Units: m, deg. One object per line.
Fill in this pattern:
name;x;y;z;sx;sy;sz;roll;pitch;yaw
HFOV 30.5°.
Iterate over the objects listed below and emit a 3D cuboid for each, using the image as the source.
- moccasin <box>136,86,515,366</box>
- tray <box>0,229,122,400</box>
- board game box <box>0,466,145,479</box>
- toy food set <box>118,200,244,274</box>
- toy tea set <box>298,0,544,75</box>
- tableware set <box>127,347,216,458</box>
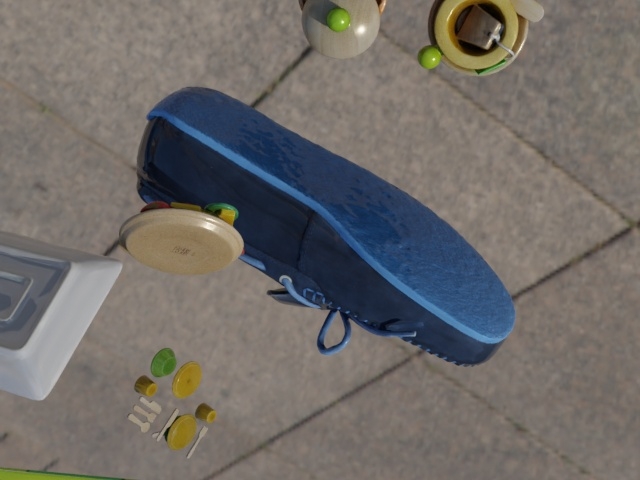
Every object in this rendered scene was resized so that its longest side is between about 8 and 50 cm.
moccasin;0.000;0.000;0.974;0.342;0.138;0.117;36;123;12
tray;-0.320;0.042;1.029;0.270;0.145;0.030;12;149;23
board game box;-0.040;0.124;0.485;0.181;0.043;0.092;4;166;6
toy food set;-0.089;-0.001;0.760;0.082;0.020;0.083;8;150;-8
toy tea set;0.139;-0.241;0.930;0.336;0.124;0.200;-39;96;12
tableware set;-0.175;0.193;1.411;0.024;0.104;0.154;23;165;36
